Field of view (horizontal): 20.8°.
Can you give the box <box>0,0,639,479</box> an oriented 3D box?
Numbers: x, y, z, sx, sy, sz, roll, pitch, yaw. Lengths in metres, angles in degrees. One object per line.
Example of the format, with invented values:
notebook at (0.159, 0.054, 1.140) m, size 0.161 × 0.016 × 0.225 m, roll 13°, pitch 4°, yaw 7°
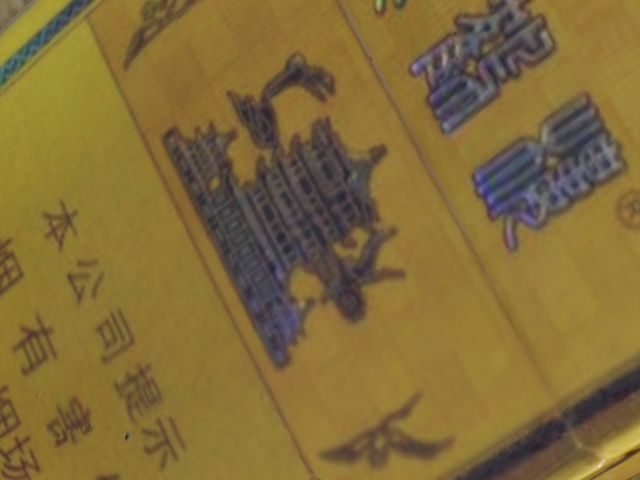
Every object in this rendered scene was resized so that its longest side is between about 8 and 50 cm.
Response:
box at (0.000, 0.000, 0.477) m, size 0.301 × 0.084 × 0.192 m, roll -36°, pitch 73°, yaw 29°
